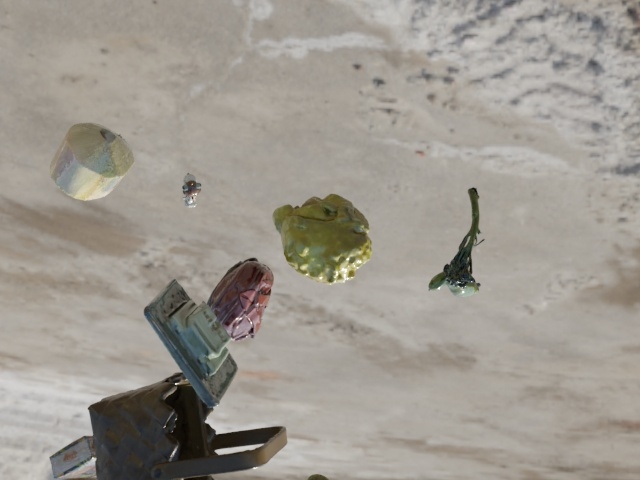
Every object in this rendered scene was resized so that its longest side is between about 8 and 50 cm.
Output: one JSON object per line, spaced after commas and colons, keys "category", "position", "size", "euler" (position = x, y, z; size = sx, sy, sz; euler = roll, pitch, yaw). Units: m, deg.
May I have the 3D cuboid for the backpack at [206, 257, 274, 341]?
{"category": "backpack", "position": [-0.192, 0.146, 1.996], "size": [0.138, 0.229, 0.229], "euler": [33, 161, 7]}

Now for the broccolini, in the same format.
{"category": "broccolini", "position": [0.354, -0.003, 2.011], "size": [0.062, 0.272, 0.123], "euler": [25, 153, -28]}

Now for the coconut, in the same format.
{"category": "coconut", "position": [-0.464, -0.167, 1.663], "size": [0.147, 0.147, 0.152], "euler": [20, 133, -35]}

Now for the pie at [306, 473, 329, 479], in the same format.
{"category": "pie", "position": [-0.004, 0.664, 2.188], "size": [0.084, 0.084, 0.021], "euler": [14, 136, -22]}

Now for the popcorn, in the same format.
{"category": "popcorn", "position": [0.000, 0.000, 1.954], "size": [0.266, 0.233, 0.192], "euler": [33, 140, 28]}

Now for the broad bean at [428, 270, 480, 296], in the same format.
{"category": "broad bean", "position": [0.358, 0.116, 2.121], "size": [0.213, 0.048, 0.070], "euler": [10, 123, -44]}

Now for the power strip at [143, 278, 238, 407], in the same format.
{"category": "power strip", "position": [-0.194, 0.156, 1.353], "size": [0.064, 0.198, 0.213], "euler": [-34, -172, 10]}

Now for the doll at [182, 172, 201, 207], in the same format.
{"category": "doll", "position": [-0.274, -0.100, 1.709], "size": [0.040, 0.058, 0.085], "euler": [-4, 130, -16]}

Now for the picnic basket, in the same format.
{"category": "picnic basket", "position": [-0.234, 0.382, 1.463], "size": [0.320, 0.291, 0.254], "euler": [-9, 174, 9]}

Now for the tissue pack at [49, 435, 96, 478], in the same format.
{"category": "tissue pack", "position": [-0.461, 0.445, 1.667], "size": [0.108, 0.060, 0.148], "euler": [-32, 155, 16]}

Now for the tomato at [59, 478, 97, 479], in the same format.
{"category": "tomato", "position": [-0.565, 0.669, 1.869], "size": [0.270, 0.223, 0.270], "euler": [-15, 160, -6]}
